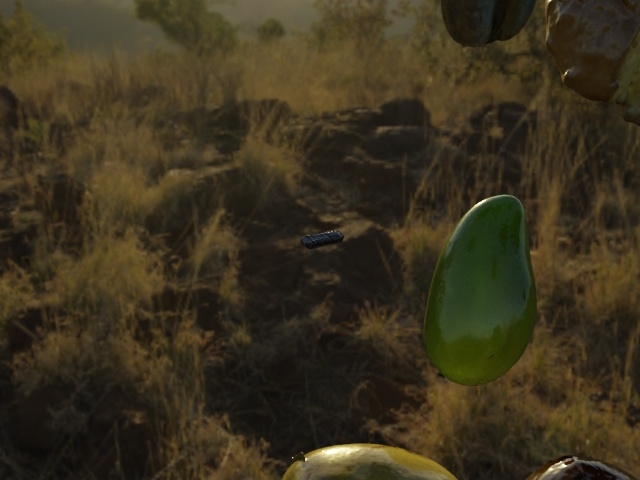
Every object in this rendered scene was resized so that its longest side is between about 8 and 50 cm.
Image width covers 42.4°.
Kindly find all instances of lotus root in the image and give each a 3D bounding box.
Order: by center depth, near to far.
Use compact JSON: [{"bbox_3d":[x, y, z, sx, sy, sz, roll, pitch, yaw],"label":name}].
[{"bbox_3d":[0.265,-0.451,1.250,0.158,0.322,0.140,-10,40,-17],"label":"lotus root"}]

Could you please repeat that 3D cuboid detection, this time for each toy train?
[{"bbox_3d":[0.000,0.000,1.162,0.083,0.017,0.017,-11,46,-47],"label":"toy train"}]

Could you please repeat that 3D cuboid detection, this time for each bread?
[{"bbox_3d":[0.277,-0.227,0.709,0.143,0.229,0.139,16,18,-42],"label":"bread"}]

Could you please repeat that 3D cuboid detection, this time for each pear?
[{"bbox_3d":[0.069,0.421,1.093,0.309,0.309,0.309,-3,23,1],"label":"pear"}]

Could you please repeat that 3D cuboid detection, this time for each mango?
[{"bbox_3d":[0.288,0.087,1.446,0.192,0.342,0.156,13,6,29],"label":"mango"}]

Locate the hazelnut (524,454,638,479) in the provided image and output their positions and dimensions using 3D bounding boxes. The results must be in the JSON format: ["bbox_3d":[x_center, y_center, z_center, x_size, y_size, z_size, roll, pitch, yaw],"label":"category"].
[{"bbox_3d":[0.322,0.356,0.963,0.208,0.208,0.208,-3,23,1],"label":"hazelnut"}]
